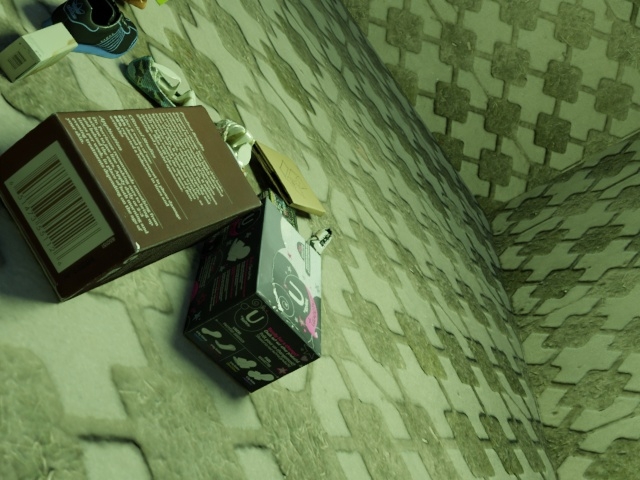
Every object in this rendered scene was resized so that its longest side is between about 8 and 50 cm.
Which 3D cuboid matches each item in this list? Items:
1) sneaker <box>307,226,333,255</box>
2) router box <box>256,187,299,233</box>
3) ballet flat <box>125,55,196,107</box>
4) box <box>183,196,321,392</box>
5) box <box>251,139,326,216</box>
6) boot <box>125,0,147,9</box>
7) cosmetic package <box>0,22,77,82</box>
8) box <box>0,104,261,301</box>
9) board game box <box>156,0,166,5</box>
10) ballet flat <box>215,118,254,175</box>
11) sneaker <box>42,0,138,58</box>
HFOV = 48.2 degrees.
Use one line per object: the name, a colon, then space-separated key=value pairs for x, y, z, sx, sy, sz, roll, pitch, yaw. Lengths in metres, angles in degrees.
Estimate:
sneaker: x=0.000 y=0.000 z=1.593 sx=0.040 sy=0.043 sz=0.109 roll=55 pitch=23 yaw=-19
router box: x=-0.085 y=-0.033 z=1.448 sx=0.092 sy=0.038 sz=0.123 roll=41 pitch=27 yaw=-42
ballet flat: x=-0.266 y=-0.263 z=1.300 sx=0.188 sy=0.070 sz=0.070 roll=41 pitch=28 yaw=-42
box: x=-0.094 y=0.081 z=1.130 sx=0.163 sy=0.142 sz=0.247 roll=48 pitch=24 yaw=-28
box: x=-0.068 y=-0.132 z=1.587 sx=0.164 sy=0.021 sz=0.201 roll=57 pitch=13 yaw=15
boot: x=-0.378 y=-0.470 z=1.312 sx=0.152 sy=0.072 sz=0.197 roll=39 pitch=31 yaw=-51
cosmetic package: x=-0.398 y=-0.266 z=1.009 sx=0.041 sy=0.060 sz=0.115 roll=55 pitch=23 yaw=-17
box: x=-0.247 y=-0.072 z=0.993 sx=0.191 sy=0.143 sz=0.381 roll=59 pitch=22 yaw=0
board game box: x=-0.330 y=-0.514 z=1.370 sx=0.092 sy=0.043 sz=0.181 roll=50 pitch=4 yaw=-32
ballet flat: x=-0.165 y=-0.174 z=1.397 sx=0.091 sy=0.077 sz=0.241 roll=45 pitch=25 yaw=-32
sneaker: x=-0.354 y=-0.360 z=1.187 sx=0.081 sy=0.090 sz=0.232 roll=58 pitch=21 yaw=-6
